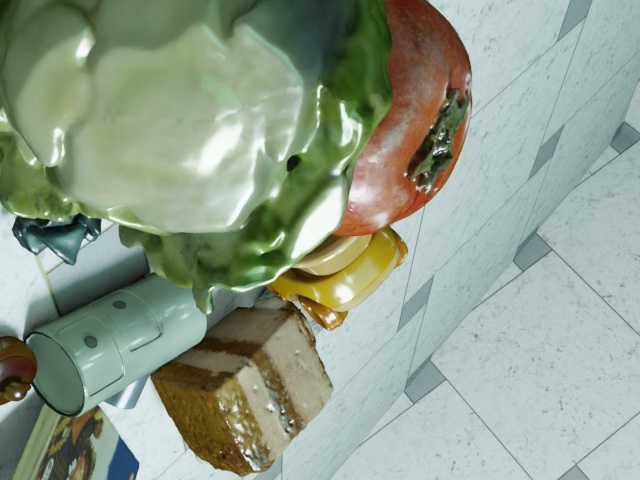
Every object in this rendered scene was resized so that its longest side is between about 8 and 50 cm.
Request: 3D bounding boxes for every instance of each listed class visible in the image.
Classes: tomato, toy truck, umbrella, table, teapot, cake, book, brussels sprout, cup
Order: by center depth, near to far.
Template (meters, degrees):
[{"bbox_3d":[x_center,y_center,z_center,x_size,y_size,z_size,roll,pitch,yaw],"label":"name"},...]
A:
[{"bbox_3d":[-0.119,-0.188,0.738,0.343,0.361,0.425,-7,132,-7],"label":"brussels sprout"},{"bbox_3d":[-0.209,-0.085,1.031,0.349,0.094,0.143,-27,150,-51],"label":"umbrella"},{"bbox_3d":[-0.394,0.167,1.045,0.098,0.078,0.129,-53,158,-2],"label":"teapot"},{"bbox_3d":[0.039,-0.174,1.122,0.325,0.290,0.293,-63,156,1],"label":"tomato"},{"bbox_3d":[-0.276,0.135,1.170,0.220,0.126,0.126,-29,147,-47],"label":"table"},{"bbox_3d":[-0.306,0.198,1.288,0.100,0.078,0.077,25,96,-37],"label":"cup"},{"bbox_3d":[-0.386,0.419,1.321,0.428,0.039,0.300,86,18,-59],"label":"book"},{"bbox_3d":[0.000,0.000,1.367,0.204,0.288,0.211,-43,131,-12],"label":"toy truck"},{"bbox_3d":[-0.114,0.237,1.493,0.293,0.196,0.198,-42,116,-36],"label":"cake"}]

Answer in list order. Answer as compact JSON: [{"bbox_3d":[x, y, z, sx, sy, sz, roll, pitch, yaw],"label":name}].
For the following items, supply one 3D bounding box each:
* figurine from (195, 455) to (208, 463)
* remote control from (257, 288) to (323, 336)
[{"bbox_3d":[-0.175,0.352,1.694,0.200,0.133,0.276,-33,147,-18],"label":"figurine"},{"bbox_3d":[-0.038,0.124,1.737,0.109,0.055,0.313,-47,153,1],"label":"remote control"}]
